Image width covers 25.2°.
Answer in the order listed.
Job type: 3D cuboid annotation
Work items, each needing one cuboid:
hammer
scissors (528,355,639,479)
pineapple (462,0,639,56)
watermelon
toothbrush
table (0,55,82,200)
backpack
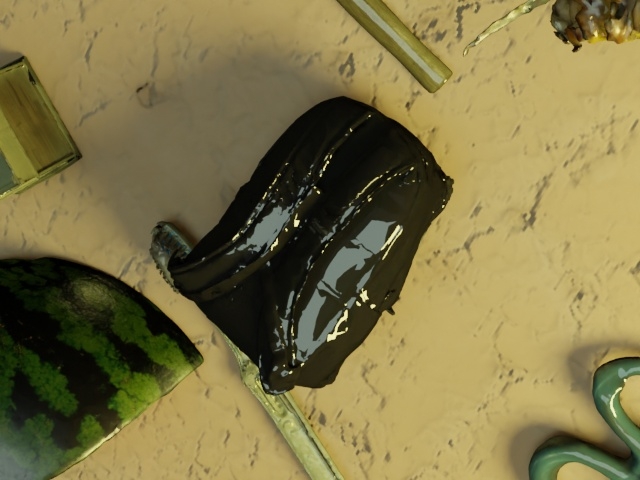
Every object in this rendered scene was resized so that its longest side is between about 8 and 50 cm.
[{"bbox_3d":[0.001,-0.160,0.852,0.199,0.013,0.062,45,115,1],"label":"hammer"},{"bbox_3d":[0.265,0.189,0.858,0.289,0.041,0.138,36,115,9],"label":"scissors"},{"bbox_3d":[0.248,-0.168,0.688,0.334,0.158,0.161,3,107,18],"label":"pineapple"},{"bbox_3d":[-0.175,0.086,0.938,0.145,0.137,0.193,-28,54,25],"label":"watermelon"},{"bbox_3d":[-0.026,0.111,0.941,0.026,0.028,0.294,-31,100,25],"label":"toothbrush"},{"bbox_3d":[-0.212,-0.064,0.914,0.062,0.083,0.079,-26,98,23],"label":"table"},{"bbox_3d":[0.003,0.001,0.853,0.165,0.106,0.120,-47,66,8],"label":"backpack"}]
